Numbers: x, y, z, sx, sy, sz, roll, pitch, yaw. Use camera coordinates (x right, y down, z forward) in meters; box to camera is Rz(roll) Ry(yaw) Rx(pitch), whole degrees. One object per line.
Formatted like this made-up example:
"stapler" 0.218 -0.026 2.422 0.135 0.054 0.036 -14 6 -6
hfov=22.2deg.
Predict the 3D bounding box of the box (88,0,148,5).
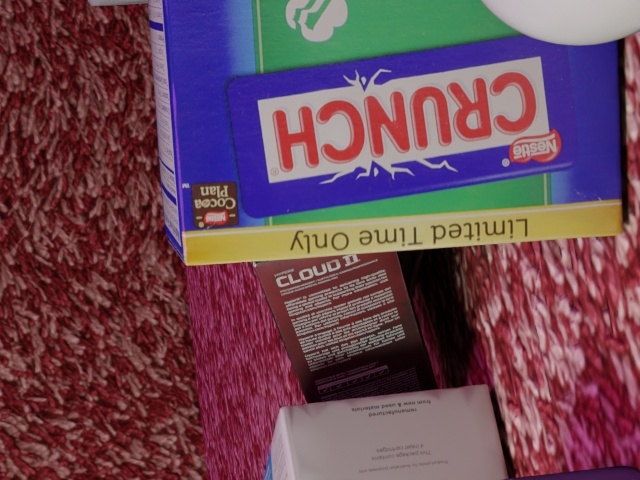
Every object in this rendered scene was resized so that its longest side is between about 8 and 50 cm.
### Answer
"box" -0.084 -0.312 1.497 0.231 0.261 0.127 128 136 -75

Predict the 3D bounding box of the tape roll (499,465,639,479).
"tape roll" 0.159 0.234 0.986 0.189 0.080 0.189 176 90 -79

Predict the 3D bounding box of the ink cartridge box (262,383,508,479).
"ink cartridge box" 0.059 0.256 1.260 0.171 0.168 0.233 105 157 -61

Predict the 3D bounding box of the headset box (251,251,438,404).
"headset box" 0.000 0.000 1.326 0.293 0.110 0.218 71 180 -48

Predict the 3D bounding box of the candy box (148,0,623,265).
"candy box" 0.032 -0.154 0.972 0.122 0.268 0.317 -129 34 -76

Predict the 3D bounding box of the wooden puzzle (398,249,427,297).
"wooden puzzle" 0.081 0.006 1.445 0.116 0.014 0.079 103 162 -57

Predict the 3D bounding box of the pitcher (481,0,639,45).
"pitcher" 0.158 -0.146 0.770 0.178 0.125 0.207 69 156 4
